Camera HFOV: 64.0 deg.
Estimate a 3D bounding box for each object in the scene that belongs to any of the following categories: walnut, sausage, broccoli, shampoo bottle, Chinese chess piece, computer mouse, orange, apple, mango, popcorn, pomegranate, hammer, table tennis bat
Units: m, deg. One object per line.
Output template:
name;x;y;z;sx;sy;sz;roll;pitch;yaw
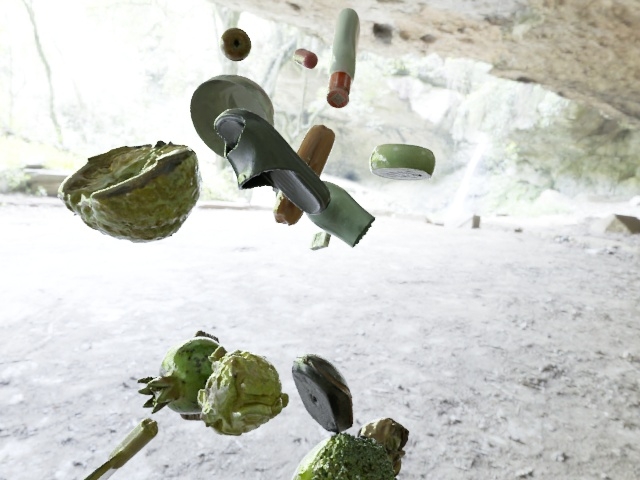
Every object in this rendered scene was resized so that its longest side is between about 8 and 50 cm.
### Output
walnut;0.196;0.671;1.680;0.141;0.238;0.204;12;27;34
sausage;-0.043;-0.171;1.341;0.086;0.289;0.086;24;-6;3
broccoli;0.074;0.666;1.406;0.242;0.273;0.180;33;-13;22
shampoo bottle;0.041;-0.326;0.937;0.052;0.108;0.220;7;52;1
Chinese chess piece;0.179;-0.168;1.122;0.144;0.058;0.144;6;-4;0
computer mouse;0.016;0.453;1.548;0.183;0.323;0.116;25;52;39
orange;-0.430;-0.103;1.207;0.369;0.210;0.271;10;36;35
apple;-0.232;-0.537;1.404;0.090;0.089;0.074;4;26;-8
mango;-0.002;0.790;1.720;0.185;0.149;0.273;-31;11;28
popcorn;-0.176;0.325;1.117;0.188;0.185;0.167;-8;0;25
pomegranate;-0.394;0.410;1.478;0.231;0.230;0.286;16;30;41
hammer;-0.033;-0.422;1.189;0.043;0.043;0.083;-1;26;-27
table tennis bat;-0.500;0.540;1.216;0.050;0.321;0.198;46;8;10

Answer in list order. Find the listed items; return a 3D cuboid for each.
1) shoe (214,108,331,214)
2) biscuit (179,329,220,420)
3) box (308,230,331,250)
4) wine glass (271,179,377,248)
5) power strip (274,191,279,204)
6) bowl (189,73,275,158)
shoe;-0.094;-0.116;0.869;0.241;0.093;0.108;42;-29;-9
biscuit;-0.469;0.525;1.995;0.046;0.358;0.359;1;10;16
box;0.000;0.000;1.592;0.024;0.054;0.083;24;-23;-28
wine glass;0.009;-0.073;1.005;0.202;0.093;0.093;39;19;8
power strip;-0.098;-0.167;1.514;0.080;0.226;0.029;11;20;30
bowl;-0.265;-0.413;1.664;0.287;0.286;0.143;10;42;20
